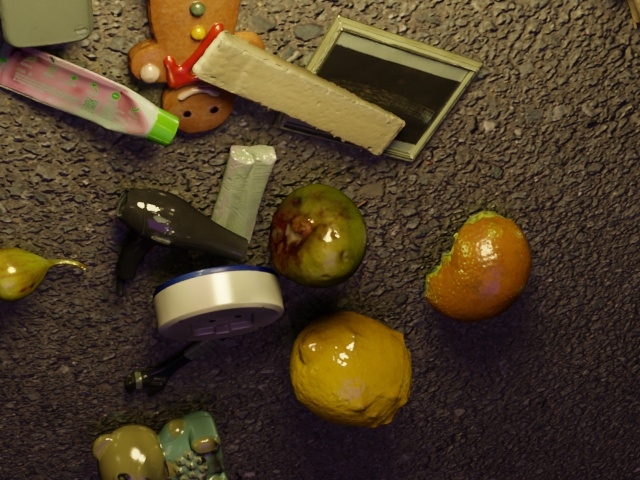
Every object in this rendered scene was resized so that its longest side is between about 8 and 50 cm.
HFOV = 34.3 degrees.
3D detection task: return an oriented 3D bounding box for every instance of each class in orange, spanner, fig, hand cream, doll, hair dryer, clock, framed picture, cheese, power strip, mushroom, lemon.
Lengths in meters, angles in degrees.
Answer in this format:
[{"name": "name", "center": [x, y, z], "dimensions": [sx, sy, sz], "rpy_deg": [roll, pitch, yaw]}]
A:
[{"name": "orange", "center": [0.314, 0.068, 2.010], "dimensions": [0.179, 0.158, 0.237], "rpy_deg": [-1, 137, -45]}, {"name": "spanner", "center": [-0.253, 0.226, 2.062], "dimensions": [0.316, 0.024, 0.087], "rpy_deg": [-34, 139, 13]}, {"name": "fig", "center": [-0.488, 0.057, 1.748], "dimensions": [0.166, 0.093, 0.093], "rpy_deg": [0, 139, -49]}, {"name": "hand cream", "center": [-0.342, -0.210, 1.521], "dimensions": [0.275, 0.050, 0.079], "rpy_deg": [22, 100, -23]}, {"name": "doll", "center": [-0.338, 0.457, 2.172], "dimensions": [0.260, 0.161, 0.177], "rpy_deg": [-13, 119, -11]}, {"name": "hair dryer", "center": [-0.278, 0.023, 1.795], "dimensions": [0.235, 0.091, 0.271], "rpy_deg": [23, 138, -26]}, {"name": "clock", "center": [-0.182, 0.116, 1.862], "dimensions": [0.230, 0.083, 0.230], "rpy_deg": [-9, 164, -3]}, {"name": "framed picture", "center": [0.096, -0.236, 1.700], "dimensions": [0.293, 0.018, 0.231], "rpy_deg": [10, 131, -31]}, {"name": "cheese", "center": [-0.021, -0.220, 1.610], "dimensions": [0.400, 0.034, 0.085], "rpy_deg": [19, 126, -43]}, {"name": "power strip", "center": [-0.396, -0.367, 1.329], "dimensions": [0.193, 0.059, 0.265], "rpy_deg": [-10, 138, -17]}, {"name": "mushroom", "center": [0.488, -0.394, 1.658], "dimensions": [0.060, 0.061, 0.187], "rpy_deg": [-42, 139, 16]}, {"name": "lemon", "center": [0.060, 0.256, 2.059], "dimensions": [0.233, 0.233, 0.288], "rpy_deg": [-39, 136, 21]}, {"name": "fig", "center": [0.000, 0.000, 1.799], "dimensions": [0.181, 0.181, 0.191], "rpy_deg": [-29, 162, 10]}]

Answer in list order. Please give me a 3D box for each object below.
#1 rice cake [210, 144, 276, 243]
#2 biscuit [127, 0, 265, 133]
[{"name": "rice cake", "center": [-0.138, -0.075, 1.764], "dimensions": [0.080, 0.042, 0.222], "rpy_deg": [4, 136, -18]}, {"name": "biscuit", "center": [-0.178, -0.281, 1.524], "dimensions": [0.205, 0.049, 0.324], "rpy_deg": [-6, 139, -17]}]
